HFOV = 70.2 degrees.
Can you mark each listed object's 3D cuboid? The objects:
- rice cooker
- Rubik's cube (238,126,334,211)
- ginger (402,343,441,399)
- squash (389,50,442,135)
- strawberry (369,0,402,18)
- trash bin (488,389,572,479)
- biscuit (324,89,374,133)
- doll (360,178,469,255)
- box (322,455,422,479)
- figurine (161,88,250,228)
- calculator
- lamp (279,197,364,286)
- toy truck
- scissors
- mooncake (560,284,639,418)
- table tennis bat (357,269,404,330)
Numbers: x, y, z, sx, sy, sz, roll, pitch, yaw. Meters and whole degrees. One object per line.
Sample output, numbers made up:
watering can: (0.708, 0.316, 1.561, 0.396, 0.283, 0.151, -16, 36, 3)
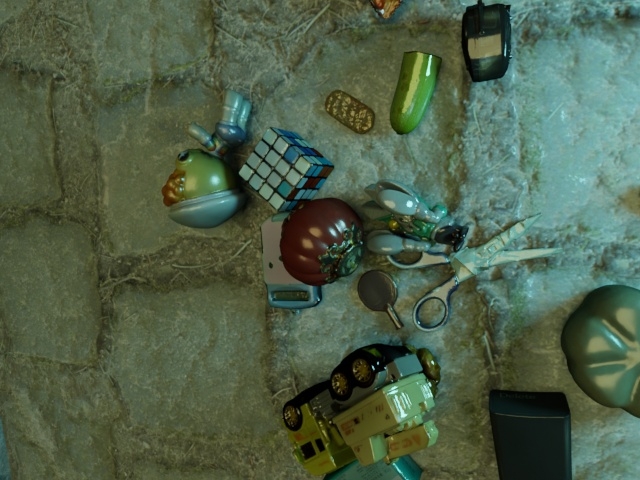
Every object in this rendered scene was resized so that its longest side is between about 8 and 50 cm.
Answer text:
rice cooker: (0.358, -0.429, 0.984, 0.106, 0.112, 0.165, 3, 98, 16)
Rubik's cube: (-0.087, -0.181, 1.179, 0.154, 0.151, 0.155, 42, 111, 14)
ginger: (0.255, 0.341, 1.146, 0.103, 0.073, 0.162, -3, 91, 26)
squash: (0.217, -0.340, 1.068, 0.095, 0.095, 0.188, 18, 106, 20)
strawberry: (0.153, -0.621, 1.059, 0.140, 0.085, 0.192, -34, 89, 15)
trash bin: (0.487, 0.476, 1.049, 0.165, 0.115, 0.225, -5, 98, 22)
biscuit: (0.074, -0.329, 1.164, 0.147, 0.018, 0.071, 37, 107, 13)
doll: (0.202, -0.059, 1.062, 0.258, 0.153, 0.195, 1, 113, 37)
box: (0.130, 0.644, 1.224, 0.153, 0.092, 0.245, 48, 112, 9)
figurine: (-0.281, -0.211, 1.216, 0.205, 0.224, 0.382, 21, 104, 15)
calculator: (-0.084, 0.065, 1.262, 0.173, 0.051, 0.293, -3, 95, 22)
lamp: (0.000, 0.000, 1.115, 0.227, 0.227, 0.227, 3, 98, 22)
toy truck: (0.092, 0.425, 1.107, 0.405, 0.180, 0.254, -43, 58, 33)
scissors: (0.363, 0.055, 1.087, 0.383, 0.029, 0.256, -22, 84, 21)
mooncake: (0.645, 0.229, 0.939, 0.275, 0.135, 0.275, 1, 93, 21)
table tennis bat: (0.143, 0.161, 1.143, 0.107, 0.119, 0.170, -36, 81, 24)
